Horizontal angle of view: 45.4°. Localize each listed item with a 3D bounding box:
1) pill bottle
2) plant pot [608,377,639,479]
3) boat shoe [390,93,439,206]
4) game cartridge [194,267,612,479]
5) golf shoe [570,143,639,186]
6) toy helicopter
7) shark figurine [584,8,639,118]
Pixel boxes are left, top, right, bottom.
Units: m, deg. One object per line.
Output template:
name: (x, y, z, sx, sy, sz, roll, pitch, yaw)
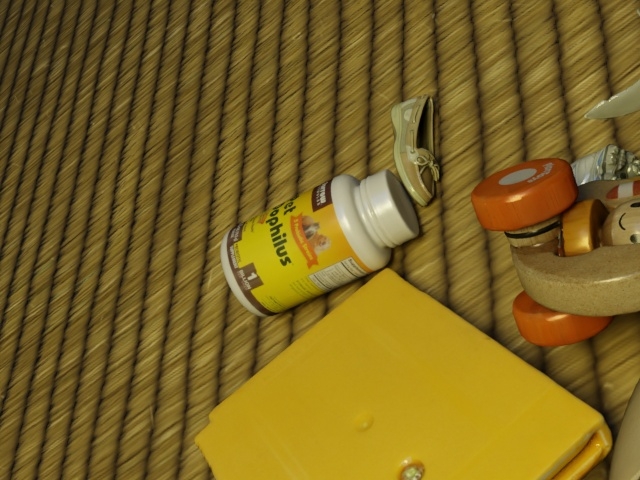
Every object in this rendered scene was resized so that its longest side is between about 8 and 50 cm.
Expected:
pill bottle: (0.000, 0.000, 0.884, 0.215, 0.117, 0.117, -25, 54, 20)
plant pot: (0.338, 0.132, 0.522, 0.284, 0.284, 0.191, -18, 28, 24)
boat shoe: (0.119, -0.110, 0.909, 0.048, 0.056, 0.153, -24, 47, 27)
game cartridge: (0.050, 0.183, 0.711, 0.285, 0.052, 0.324, -38, 32, -10)
golf shoe: (0.266, -0.007, 0.764, 0.086, 0.069, 0.176, -10, 57, 58)
toy helicopter: (0.316, -0.040, 0.620, 0.355, 0.140, 0.235, -30, 16, -25)
shark figurine: (0.359, -0.145, 0.723, 0.166, 0.278, 0.116, 37, 130, 13)
